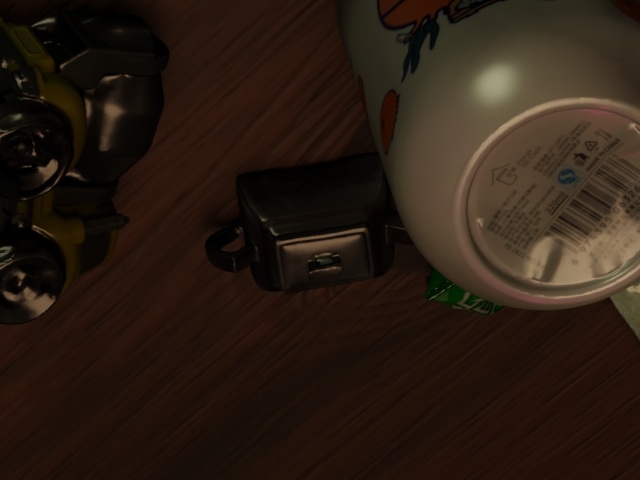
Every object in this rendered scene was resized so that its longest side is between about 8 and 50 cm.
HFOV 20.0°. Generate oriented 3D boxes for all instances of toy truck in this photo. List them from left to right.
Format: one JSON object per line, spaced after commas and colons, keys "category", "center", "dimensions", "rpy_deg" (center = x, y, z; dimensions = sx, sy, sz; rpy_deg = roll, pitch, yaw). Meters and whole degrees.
{"category": "toy truck", "center": [-0.195, -0.056, 1.323], "dimensions": [0.165, 0.147, 0.224], "rpy_deg": [-11, 128, -27]}

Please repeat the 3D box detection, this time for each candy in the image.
{"category": "candy", "center": [0.136, 0.003, 1.379], "dimensions": [0.141, 0.203, 0.078], "rpy_deg": [-44, 86, 0]}

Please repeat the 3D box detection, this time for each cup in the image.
{"category": "cup", "center": [0.134, -0.102, 1.222], "dimensions": [0.212, 0.317, 0.212], "rpy_deg": [-4, 122, -6]}

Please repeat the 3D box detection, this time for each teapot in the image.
{"category": "teapot", "center": [0.000, 0.000, 1.396], "dimensions": [0.177, 0.096, 0.087], "rpy_deg": [-8, 122, -2]}

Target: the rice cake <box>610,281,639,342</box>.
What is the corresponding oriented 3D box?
{"category": "rice cake", "center": [0.331, 0.110, 1.531], "dimensions": [0.081, 0.051, 0.290], "rpy_deg": [-29, 122, 21]}
